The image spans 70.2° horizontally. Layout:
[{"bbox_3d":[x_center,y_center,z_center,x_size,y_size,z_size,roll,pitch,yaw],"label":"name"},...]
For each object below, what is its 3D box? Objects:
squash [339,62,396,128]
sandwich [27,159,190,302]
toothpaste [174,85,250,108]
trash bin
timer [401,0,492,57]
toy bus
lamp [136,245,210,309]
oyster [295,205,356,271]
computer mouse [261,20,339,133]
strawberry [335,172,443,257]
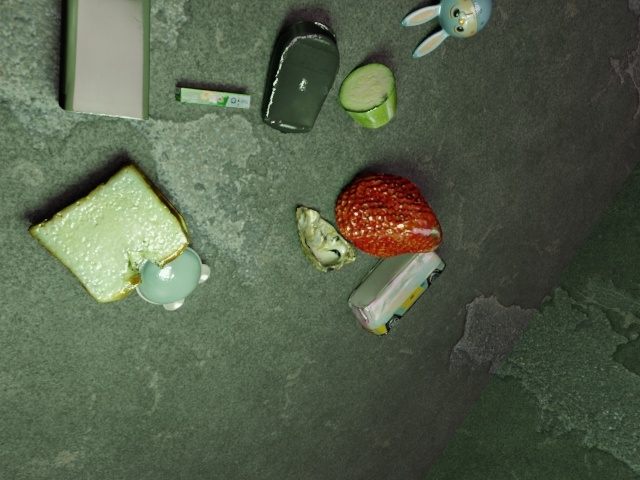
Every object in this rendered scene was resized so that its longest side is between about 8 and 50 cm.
[{"bbox_3d":[0.148,-0.407,1.314,0.170,0.170,0.123,-49,142,-5],"label":"squash"},{"bbox_3d":[-0.464,-0.014,1.055,0.273,0.095,0.248,-39,100,-12],"label":"sandwich"},{"bbox_3d":[-0.264,-0.352,1.122,0.179,0.043,0.037,-6,112,-33],"label":"toothpaste"},{"bbox_3d":[-0.439,-0.382,0.938,0.164,0.122,0.240,-1,110,-35],"label":"trash bin"},{"bbox_3d":[0.394,-0.663,1.356,0.255,0.175,0.175,-40,129,-11],"label":"timer"},{"bbox_3d":[0.264,0.158,1.673,0.386,0.171,0.162,-48,120,-6],"label":"toy bus"},{"bbox_3d":[-0.411,0.076,1.188,0.179,0.108,0.246,-49,130,-11],"label":"lamp"},{"bbox_3d":[0.000,-0.004,1.464,0.166,0.094,0.294,-51,123,-28],"label":"oyster"},{"bbox_3d":[-0.059,-0.428,1.206,0.169,0.087,0.295,6,121,-33],"label":"computer mouse"},{"bbox_3d":[0.235,-0.065,1.415,0.312,0.351,0.267,22,90,-34],"label":"strawberry"}]
